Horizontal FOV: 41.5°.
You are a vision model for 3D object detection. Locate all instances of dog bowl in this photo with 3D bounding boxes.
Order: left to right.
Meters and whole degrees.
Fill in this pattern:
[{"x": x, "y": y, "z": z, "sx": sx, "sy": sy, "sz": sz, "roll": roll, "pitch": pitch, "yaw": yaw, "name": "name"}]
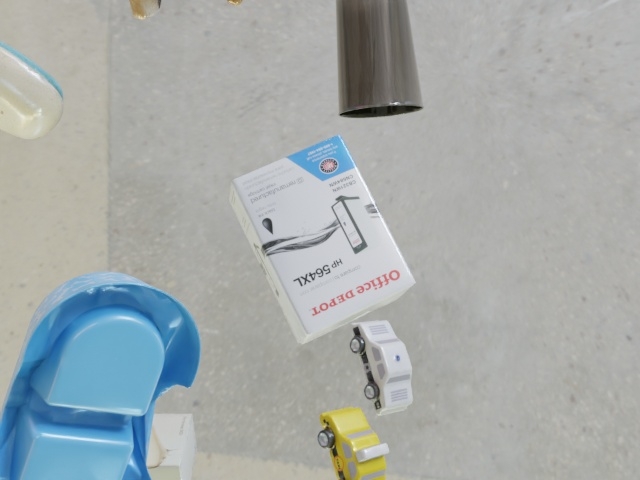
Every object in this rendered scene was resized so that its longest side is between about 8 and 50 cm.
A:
[{"x": -0.230, "y": 0.165, "z": 0.824, "sx": 0.166, "sy": 0.074, "sz": 0.297, "roll": 15, "pitch": 102, "yaw": -31, "name": "dog bowl"}]

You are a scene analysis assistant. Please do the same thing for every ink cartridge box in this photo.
[{"x": 0.000, "y": 0.000, "z": 1.007, "sx": 0.148, "sy": 0.086, "sz": 0.203, "roll": -25, "pitch": 81, "yaw": -14, "name": "ink cartridge box"}]

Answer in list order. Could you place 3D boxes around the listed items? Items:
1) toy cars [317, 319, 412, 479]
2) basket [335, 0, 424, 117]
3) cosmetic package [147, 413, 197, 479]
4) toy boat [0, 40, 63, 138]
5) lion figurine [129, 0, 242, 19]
[{"x": 0.102, "y": 0.308, "z": 1.559, "sx": 0.176, "sy": 0.393, "sz": 0.087, "roll": 38, "pitch": 138, "yaw": -19, "name": "toy cars"}, {"x": 0.101, "y": -0.346, "z": 1.539, "sx": 0.154, "sy": 0.204, "sz": 0.226, "roll": -4, "pitch": 92, "yaw": 19, "name": "basket"}, {"x": -0.423, "y": 0.448, "z": 1.743, "sx": 0.310, "sy": 0.160, "sz": 0.113, "roll": -2, "pitch": 121, "yaw": 2, "name": "cosmetic package"}, {"x": -0.649, "y": -0.291, "z": 1.670, "sx": 0.268, "sy": 0.148, "sz": 0.318, "roll": 34, "pitch": 142, "yaw": -18, "name": "toy boat"}, {"x": -0.095, "y": -0.418, "z": 1.149, "sx": 0.392, "sy": 0.240, "sz": 0.142, "roll": -19, "pitch": 85, "yaw": 16, "name": "lion figurine"}]
